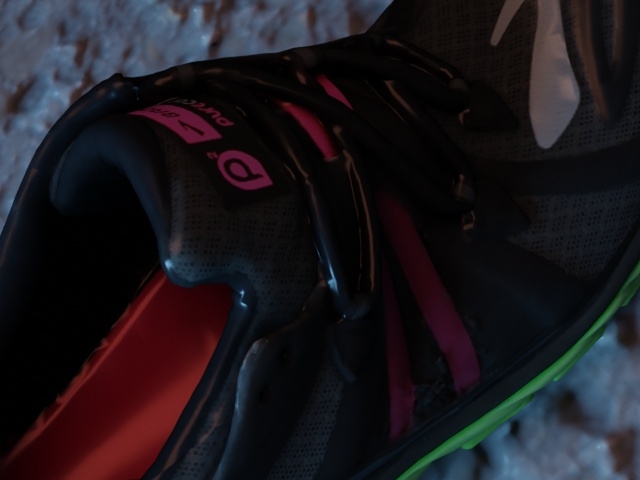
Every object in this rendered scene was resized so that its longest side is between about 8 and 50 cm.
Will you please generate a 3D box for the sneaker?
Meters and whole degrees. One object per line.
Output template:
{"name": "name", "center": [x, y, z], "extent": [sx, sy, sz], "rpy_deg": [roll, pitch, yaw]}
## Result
{"name": "sneaker", "center": [0.000, 0.000, 0.613], "extent": [0.185, 0.202, 0.483], "rpy_deg": [27, 66, 32]}
